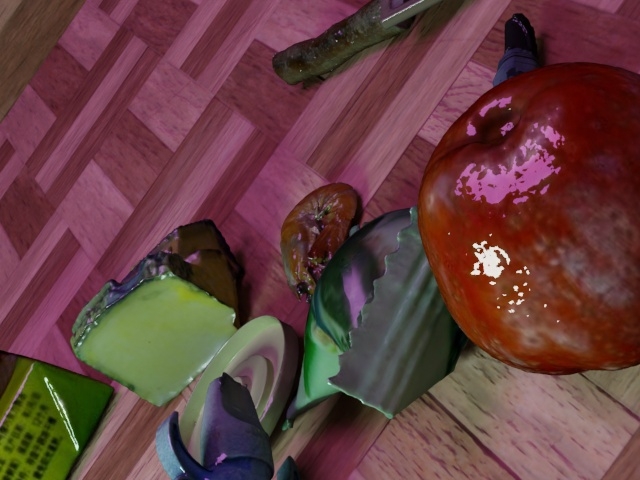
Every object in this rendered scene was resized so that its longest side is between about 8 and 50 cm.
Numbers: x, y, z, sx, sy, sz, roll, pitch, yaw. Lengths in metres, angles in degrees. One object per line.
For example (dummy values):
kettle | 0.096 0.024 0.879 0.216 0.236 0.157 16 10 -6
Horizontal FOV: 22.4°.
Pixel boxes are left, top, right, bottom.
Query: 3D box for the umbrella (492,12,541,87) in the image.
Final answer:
umbrella | 0.216 -0.154 1.768 0.053 0.052 0.250 -45 27 39

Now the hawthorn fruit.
hawthorn fruit | 0.222 -0.018 1.384 0.284 0.284 0.284 -40 30 29

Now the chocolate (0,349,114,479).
chocolate | -0.460 0.296 2.301 0.301 0.137 0.289 1 61 60

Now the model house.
model house | -0.211 0.062 2.115 0.194 0.170 0.211 -45 27 26

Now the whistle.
whistle | -0.089 0.260 1.676 0.093 0.180 0.269 -41 39 31

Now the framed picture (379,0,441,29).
framed picture | 0.183 -0.428 2.118 0.232 0.024 0.315 -24 39 28

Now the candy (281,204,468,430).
candy | 0.053 0.070 1.674 0.263 0.172 0.398 -59 13 -16

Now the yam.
yam | 0.025 -0.271 2.218 0.253 0.061 0.061 -21 42 48

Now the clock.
clock | -0.103 0.195 1.905 0.235 0.029 0.235 -48 24 29

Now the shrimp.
shrimp | -0.001 -0.001 1.966 0.115 0.051 0.217 -40 28 25
